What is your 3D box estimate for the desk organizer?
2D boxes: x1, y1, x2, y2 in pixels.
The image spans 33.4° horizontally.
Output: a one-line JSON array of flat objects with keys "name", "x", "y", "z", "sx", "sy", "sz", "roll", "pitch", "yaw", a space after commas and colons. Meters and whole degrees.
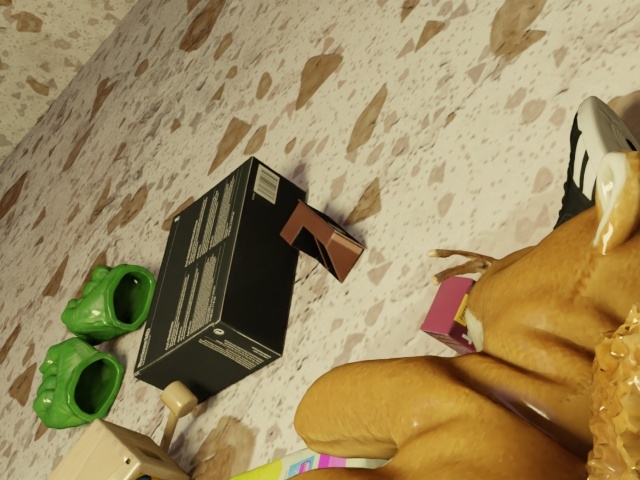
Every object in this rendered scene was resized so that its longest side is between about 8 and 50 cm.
[{"name": "desk organizer", "x": 0.000, "y": 0.000, "z": 1.253, "sx": 0.050, "sy": 0.047, "sz": 0.130, "roll": -58, "pitch": 26, "yaw": 5}]

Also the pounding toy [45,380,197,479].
[{"name": "pounding toy", "x": -0.203, "y": 0.269, "z": 1.247, "sx": 0.094, "sy": 0.181, "sz": 0.206, "roll": 37, "pitch": 86, "yaw": 28}]

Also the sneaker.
[{"name": "sneaker", "x": 0.209, "y": -0.019, "z": 0.874, "sx": 0.121, "sy": 0.079, "sz": 0.217, "roll": -39, "pitch": 33, "yaw": 31}]

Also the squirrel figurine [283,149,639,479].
[{"name": "squirrel figurine", "x": 0.157, "y": 0.133, "z": 0.606, "sx": 0.370, "sy": 0.281, "sz": 0.397, "roll": -49, "pitch": 20, "yaw": -23}]

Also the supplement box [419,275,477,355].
[{"name": "supplement box", "x": 0.135, "y": 0.072, "z": 0.901, "sx": 0.043, "sy": 0.083, "sz": 0.055, "roll": 6, "pitch": 68, "yaw": 62}]

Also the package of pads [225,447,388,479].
[{"name": "package of pads", "x": -0.022, "y": 0.319, "z": 0.884, "sx": 0.229, "sy": 0.101, "sz": 0.297, "roll": -32, "pitch": 36, "yaw": 41}]

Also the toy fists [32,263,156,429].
[{"name": "toy fists", "x": -0.355, "y": 0.158, "z": 1.640, "sx": 0.142, "sy": 0.096, "sz": 0.279, "roll": -21, "pitch": 46, "yaw": 52}]

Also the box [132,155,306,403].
[{"name": "box", "x": -0.124, "y": 0.051, "z": 1.349, "sx": 0.184, "sy": 0.103, "sz": 0.261, "roll": -30, "pitch": 38, "yaw": 38}]
